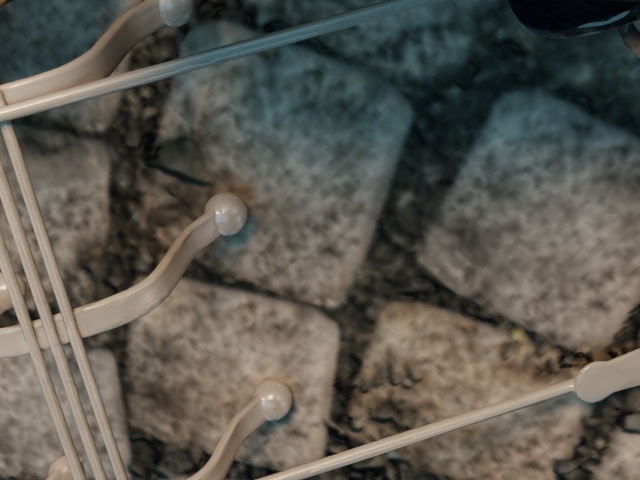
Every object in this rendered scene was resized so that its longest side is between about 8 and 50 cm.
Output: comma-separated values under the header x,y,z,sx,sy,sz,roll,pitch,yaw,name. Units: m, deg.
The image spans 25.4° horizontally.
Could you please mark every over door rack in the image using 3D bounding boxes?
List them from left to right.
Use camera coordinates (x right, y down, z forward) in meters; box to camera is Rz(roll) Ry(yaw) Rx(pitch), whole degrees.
x,y,z,sx,sy,sz,roll,pitch,yaw,name
0.000,0.000,0.641,0.324,0.108,0.240,-11,119,3,over door rack

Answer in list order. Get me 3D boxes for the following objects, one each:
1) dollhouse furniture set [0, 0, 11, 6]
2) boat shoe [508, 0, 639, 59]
x,y,z,sx,sy,sz,roll,pitch,yaw,name
-0.144,-0.241,0.525,0.197,0.151,0.302,-15,110,13,dollhouse furniture set
0.108,-0.156,0.441,0.500,0.187,0.156,-2,155,-23,boat shoe
